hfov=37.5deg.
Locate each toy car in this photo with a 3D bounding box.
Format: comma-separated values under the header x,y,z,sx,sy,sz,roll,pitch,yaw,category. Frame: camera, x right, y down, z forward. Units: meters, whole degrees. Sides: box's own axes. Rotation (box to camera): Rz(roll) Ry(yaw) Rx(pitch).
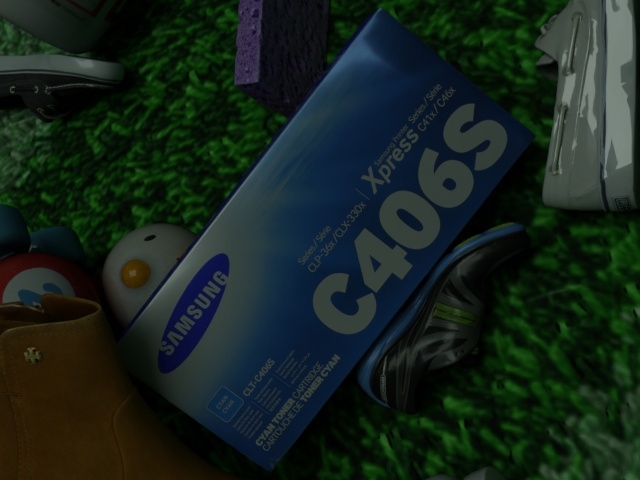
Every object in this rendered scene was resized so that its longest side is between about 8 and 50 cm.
x,y,z,sx,sy,sz,roll,pitch,yaw,category
-0.182,0.049,0.876,0.238,0.210,0.219,-27,74,8,toy car

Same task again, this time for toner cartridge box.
x,y,z,sx,sy,sz,roll,pitch,yaw,category
0.000,0.000,0.773,0.165,0.075,0.348,37,92,-7,toner cartridge box

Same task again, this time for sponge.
x,y,z,sx,sy,sz,roll,pitch,yaw,category
-0.033,-0.226,0.899,0.031,0.117,0.210,-5,74,31,sponge

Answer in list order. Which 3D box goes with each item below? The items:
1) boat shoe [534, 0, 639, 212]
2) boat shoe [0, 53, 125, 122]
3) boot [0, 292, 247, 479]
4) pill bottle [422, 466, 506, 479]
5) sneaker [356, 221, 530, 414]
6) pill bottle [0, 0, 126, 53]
x,y,z,sx,sy,sz,roll,pitch,yaw,category
0.211,-0.150,0.745,0.084,0.095,0.258,-1,75,26,boat shoe
-0.316,-0.173,1.083,0.228,0.080,0.076,6,97,29,boat shoe
-0.148,0.146,0.706,0.295,0.104,0.211,4,115,8,boot
0.077,0.233,0.723,0.152,0.086,0.086,-30,63,21,pill bottle
0.110,0.064,0.774,0.078,0.067,0.188,39,96,11,sneaker
-0.233,-0.425,1.008,0.229,0.229,0.408,42,99,32,pill bottle
